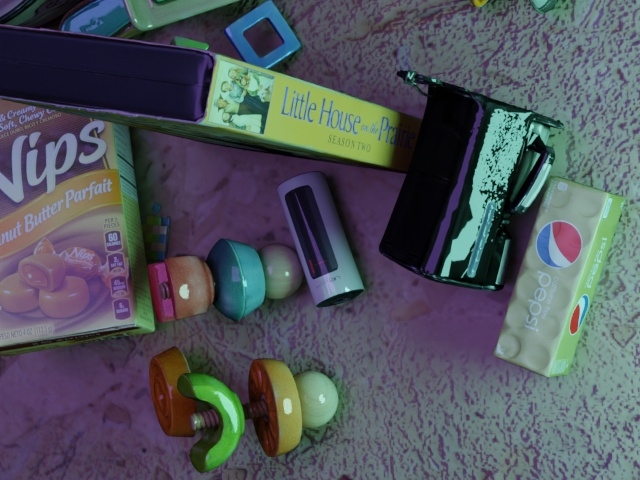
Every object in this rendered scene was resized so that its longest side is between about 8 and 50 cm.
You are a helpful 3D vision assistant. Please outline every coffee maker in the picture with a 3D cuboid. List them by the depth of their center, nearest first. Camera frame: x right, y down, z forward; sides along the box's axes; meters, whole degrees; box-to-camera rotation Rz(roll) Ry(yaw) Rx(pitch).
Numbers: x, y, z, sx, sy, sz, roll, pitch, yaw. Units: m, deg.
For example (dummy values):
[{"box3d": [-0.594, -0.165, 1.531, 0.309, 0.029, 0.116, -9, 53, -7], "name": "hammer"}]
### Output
[{"box3d": [0.122, -0.054, 1.214, 0.171, 0.120, 0.178, 17, 97, -10], "name": "coffee maker"}]

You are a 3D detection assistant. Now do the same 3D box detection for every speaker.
[{"box3d": [0.000, 0.000, 1.338, 0.055, 0.055, 0.136, -25, 76, 26], "name": "speaker"}]

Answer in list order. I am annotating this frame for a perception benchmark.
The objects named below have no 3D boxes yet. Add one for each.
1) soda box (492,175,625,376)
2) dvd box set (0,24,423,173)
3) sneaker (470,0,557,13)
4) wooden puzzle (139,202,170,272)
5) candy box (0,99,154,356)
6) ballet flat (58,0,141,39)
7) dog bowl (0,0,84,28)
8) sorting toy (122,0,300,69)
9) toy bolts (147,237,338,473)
[{"box3d": [0.224, 0.035, 1.209, 0.061, 0.058, 0.181, 21, 96, 28], "name": "soda box"}, {"box3d": [-0.109, -0.126, 1.198, 0.307, 0.420, 0.062, 11, 92, 28], "name": "dvd box set"}, {"box3d": [0.124, -0.294, 1.264, 0.271, 0.100, 0.108, 20, 102, 28], "name": "sneaker"}, {"box3d": [-0.196, -0.002, 1.475, 0.049, 0.006, 0.083, 4, 89, 29], "name": "wooden puzzle"}, {"box3d": [-0.303, -0.039, 1.452, 0.182, 0.087, 0.316, -10, 80, 5], "name": "candy box"}, {"box3d": [-0.194, -0.281, 1.452, 0.232, 0.073, 0.080, -22, 96, 21], "name": "ballet flat"}, {"box3d": [-0.370, -0.430, 1.516, 0.408, 0.150, 0.408, -1, 87, 29], "name": "dog bowl"}, {"box3d": [-0.135, -0.336, 1.349, 0.196, 0.047, 0.348, -21, 92, -14], "name": "sorting toy"}, {"box3d": [-0.088, 0.110, 1.366, 0.218, 0.158, 0.229, 179, 82, -69], "name": "toy bolts"}]
